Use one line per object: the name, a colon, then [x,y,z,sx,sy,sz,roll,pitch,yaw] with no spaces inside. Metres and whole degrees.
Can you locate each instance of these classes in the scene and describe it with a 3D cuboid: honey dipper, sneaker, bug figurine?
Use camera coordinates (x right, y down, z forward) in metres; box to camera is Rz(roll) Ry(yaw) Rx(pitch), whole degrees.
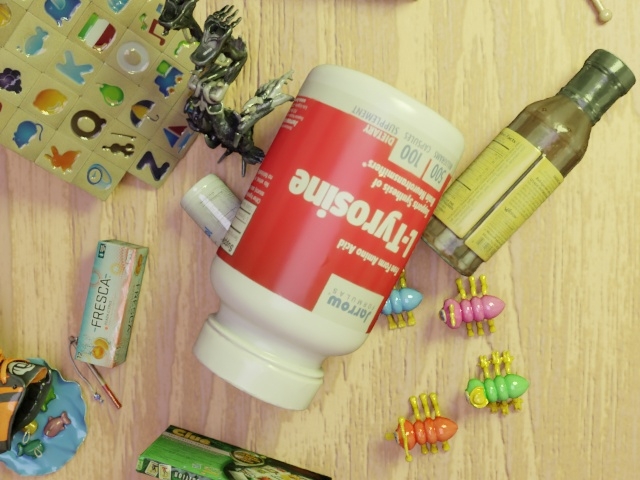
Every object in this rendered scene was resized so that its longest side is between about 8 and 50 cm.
honey dipper: [0.354,-0.370,1.048,0.030,0.030,0.160,-30,91,7]
sneaker: [-0.486,0.157,1.117,0.180,0.124,0.321,-3,92,10]
bug figurine: [0.170,0.167,1.075,0.216,0.072,0.279,-16,91,7]

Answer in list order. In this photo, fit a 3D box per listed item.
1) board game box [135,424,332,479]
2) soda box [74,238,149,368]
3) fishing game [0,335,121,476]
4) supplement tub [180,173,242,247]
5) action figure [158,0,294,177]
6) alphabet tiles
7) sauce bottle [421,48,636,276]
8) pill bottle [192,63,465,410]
board game box: [-0.117,0.332,1.085,0.260,0.136,0.030,16,98,6]
soda box: [-0.309,0.093,1.133,0.063,0.058,0.183,13,94,6]
fishing game: [-0.448,0.269,1.167,0.264,0.041,0.189,-35,88,5]
supplement tub: [-0.142,-0.036,1.101,0.071,0.071,0.107,-43,87,7]
action figure: [-0.116,-0.207,1.020,0.164,0.275,0.141,37,70,25]
alphabet tiles: [-0.312,-0.221,1.041,0.342,0.011,0.285,32,98,-33]
sauce bottle: [0.279,-0.105,1.030,0.111,0.111,0.344,44,96,3]
pill bottle: [0.000,0.000,0.997,0.229,0.229,0.407,27,92,5]
